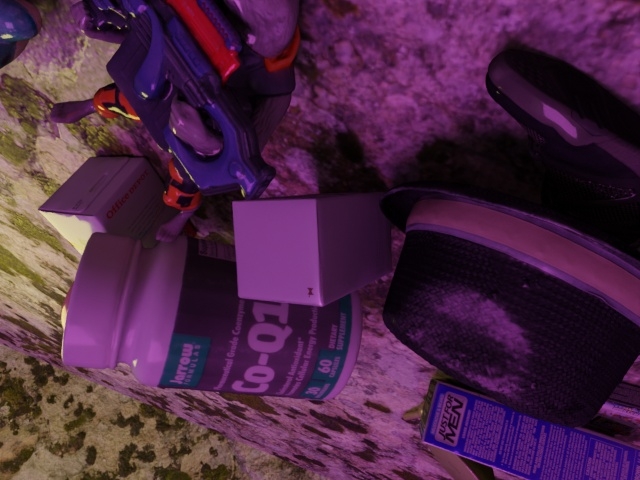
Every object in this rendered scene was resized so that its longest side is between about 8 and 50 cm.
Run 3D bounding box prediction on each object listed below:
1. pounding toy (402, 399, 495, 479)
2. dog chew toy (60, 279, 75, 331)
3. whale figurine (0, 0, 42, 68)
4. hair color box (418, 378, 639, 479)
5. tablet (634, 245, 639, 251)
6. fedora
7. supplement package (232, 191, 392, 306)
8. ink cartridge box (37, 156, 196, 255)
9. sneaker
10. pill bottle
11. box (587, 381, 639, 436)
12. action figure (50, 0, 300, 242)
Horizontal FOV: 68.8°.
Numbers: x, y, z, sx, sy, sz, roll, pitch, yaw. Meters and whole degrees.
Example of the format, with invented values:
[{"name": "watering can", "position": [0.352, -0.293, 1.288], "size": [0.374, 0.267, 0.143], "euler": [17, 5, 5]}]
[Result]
[{"name": "pounding toy", "position": [0.312, 0.439, 1.025], "size": [0.237, 0.110, 0.183], "euler": [48, 162, 17]}, {"name": "dog chew toy", "position": [-0.348, 0.168, 0.975], "size": [0.331, 0.207, 0.207], "euler": [23, 146, -12]}, {"name": "whale figurine", "position": [-0.394, -0.272, 0.459], "size": [0.216, 0.141, 0.272], "euler": [39, 143, -19]}, {"name": "hair color box", "position": [0.346, 0.340, 0.794], "size": [0.338, 0.110, 0.185], "euler": [17, 169, 14]}, {"name": "tablet", "position": [0.364, 0.019, 0.499], "size": [0.054, 0.006, 0.083], "euler": [26, 146, -2]}, {"name": "fedora", "position": [0.185, 0.079, 0.470], "size": [0.333, 0.153, 0.334], "euler": [27, 173, 4]}, {"name": "supplement package", "position": [0.000, 0.000, 0.527], "size": [0.105, 0.179, 0.105], "euler": [2, 99, 30]}, {"name": "ink cartridge box", "position": [-0.312, -0.028, 0.742], "size": [0.127, 0.128, 0.176], "euler": [6, 140, 25]}, {"name": "sneaker", "position": [0.214, -0.063, 0.410], "size": [0.227, 0.087, 0.130], "euler": [28, 139, -14]}, {"name": "pill bottle", "position": [-0.141, 0.106, 0.654], "size": [0.360, 0.205, 0.204], "euler": [11, 150, -19]}, {"name": "box", "position": [0.403, 0.249, 0.751], "size": [0.206, 0.036, 0.114], "euler": [14, 144, 16]}, {"name": "action figure", "position": [-0.150, -0.182, 0.469], "size": [0.330, 0.178, 0.342], "euler": [-26, 94, 41]}]
